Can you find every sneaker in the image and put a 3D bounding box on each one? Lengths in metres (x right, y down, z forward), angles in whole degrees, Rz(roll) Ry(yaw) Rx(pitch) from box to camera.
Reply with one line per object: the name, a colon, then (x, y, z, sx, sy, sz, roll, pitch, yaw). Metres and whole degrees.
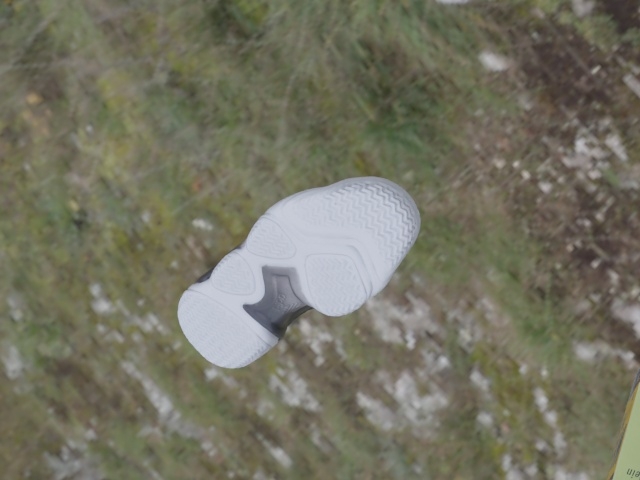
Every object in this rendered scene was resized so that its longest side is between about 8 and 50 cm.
sneaker: (0.000, 0.000, 1.106, 0.101, 0.153, 0.268, 51, 133, -5)

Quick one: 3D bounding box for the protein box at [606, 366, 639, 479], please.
protein box: (0.427, 0.251, 1.500, 0.199, 0.201, 0.136, 17, 158, 12)
